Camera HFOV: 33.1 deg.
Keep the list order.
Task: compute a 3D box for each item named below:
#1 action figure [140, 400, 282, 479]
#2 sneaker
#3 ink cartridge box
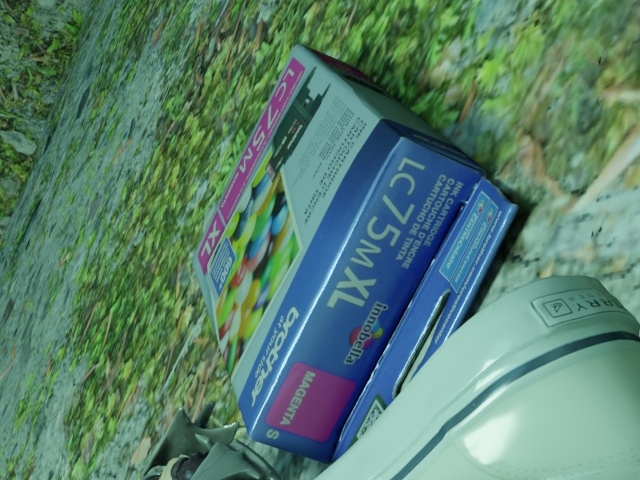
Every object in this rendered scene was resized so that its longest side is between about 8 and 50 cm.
[{"bbox_3d":[-0.078,0.206,0.559,0.285,0.099,0.185,-86,6,-63],"label":"action figure"},{"bbox_3d":[0.038,0.126,0.394,0.258,0.094,0.091,-61,40,40],"label":"sneaker"},{"bbox_3d":[0.000,0.000,0.651,0.185,0.065,0.311,-63,23,13],"label":"ink cartridge box"}]
